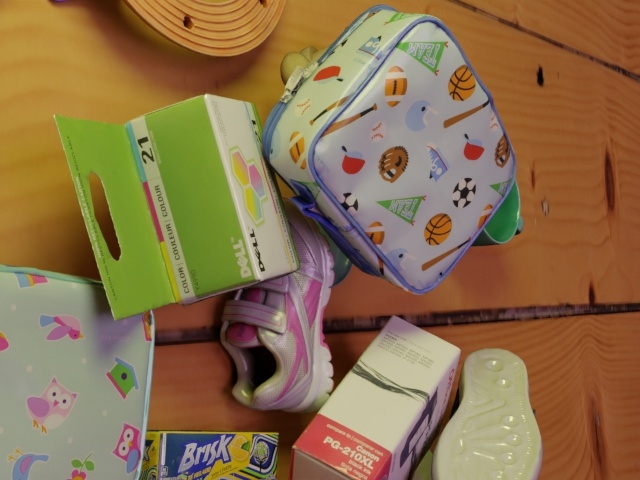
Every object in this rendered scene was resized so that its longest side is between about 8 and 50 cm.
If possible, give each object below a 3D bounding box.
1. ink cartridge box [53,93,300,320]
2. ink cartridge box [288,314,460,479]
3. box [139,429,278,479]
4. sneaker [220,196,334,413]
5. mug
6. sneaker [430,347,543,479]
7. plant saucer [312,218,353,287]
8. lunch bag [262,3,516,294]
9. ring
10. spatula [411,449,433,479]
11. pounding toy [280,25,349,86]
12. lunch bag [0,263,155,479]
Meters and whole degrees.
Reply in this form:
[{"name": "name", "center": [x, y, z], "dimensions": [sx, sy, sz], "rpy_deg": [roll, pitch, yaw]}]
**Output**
[{"name": "ink cartridge box", "center": [-0.121, -0.036, 0.873], "dimensions": [0.255, 0.097, 0.188], "rpy_deg": [-14, 88, -74]}, {"name": "ink cartridge box", "center": [0.063, 0.232, 1.098], "dimensions": [0.237, 0.100, 0.172], "rpy_deg": [-47, 154, -41]}, {"name": "box", "center": [-0.121, 0.224, 0.965], "dimensions": [0.169, 0.059, 0.054], "rpy_deg": [13, 74, -48]}, {"name": "sneaker", "center": [-0.052, 0.076, 1.028], "dimensions": [0.111, 0.103, 0.252], "rpy_deg": [-6, 90, -51]}, {"name": "mug", "center": [0.225, -0.045, 1.367], "dimensions": [0.129, 0.097, 0.157], "rpy_deg": [-49, 123, -41]}, {"name": "sneaker", "center": [0.213, 0.319, 1.213], "dimensions": [0.322, 0.130, 0.236], "rpy_deg": [-66, 159, -58]}, {"name": "plant saucer", "center": [0.000, 0.000, 1.158], "dimensions": [0.119, 0.021, 0.119], "rpy_deg": [6, 82, -48]}, {"name": "lunch bag", "center": [0.078, -0.092, 1.017], "dimensions": [0.243, 0.115, 0.303], "rpy_deg": [-50, 131, -9]}, {"name": "ring", "center": [-0.149, -0.359, 0.993], "dimensions": [0.337, 0.032, 0.336], "rpy_deg": [15, 70, -51]}, {"name": "spatula", "center": [0.154, 0.433, 1.299], "dimensions": [0.168, 0.019, 0.242], "rpy_deg": [48, 53, -37]}, {"name": "pounding toy", "center": [0.015, -0.160, 1.157], "dimensions": [0.269, 0.155, 0.154], "rpy_deg": [49, 23, -46]}, {"name": "lunch bag", "center": [-0.273, 0.131, 0.761], "dimensions": [0.279, 0.108, 0.224], "rpy_deg": [12, 79, -48]}]
